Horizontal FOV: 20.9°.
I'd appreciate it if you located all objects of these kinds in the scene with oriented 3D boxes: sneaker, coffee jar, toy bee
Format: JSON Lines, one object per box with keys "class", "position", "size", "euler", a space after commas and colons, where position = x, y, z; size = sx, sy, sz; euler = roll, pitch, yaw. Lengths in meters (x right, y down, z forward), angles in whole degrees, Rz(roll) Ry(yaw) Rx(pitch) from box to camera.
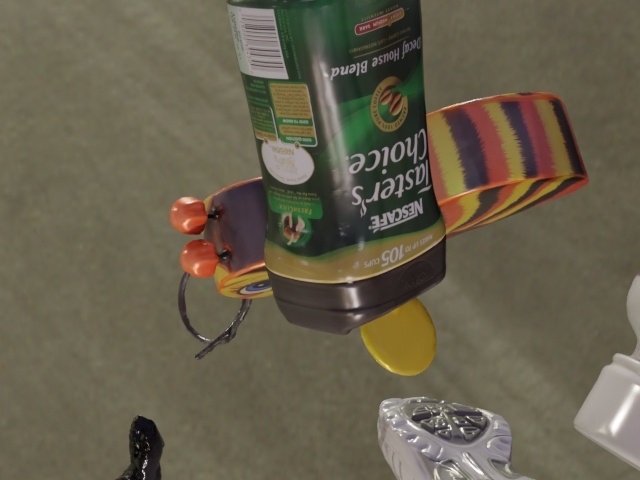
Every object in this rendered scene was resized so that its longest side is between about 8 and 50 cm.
{"class": "sneaker", "position": [0.084, 0.179, 1.095], "size": [0.090, 0.115, 0.232], "euler": [5, 19, -17]}
{"class": "coffee jar", "position": [0.012, -0.049, 0.886], "size": [0.079, 0.184, 0.096], "euler": [11, 28, 41]}
{"class": "toy bee", "position": [0.000, 0.000, 1.009], "size": [0.195, 0.298, 0.162], "euler": [54, 23, 23]}

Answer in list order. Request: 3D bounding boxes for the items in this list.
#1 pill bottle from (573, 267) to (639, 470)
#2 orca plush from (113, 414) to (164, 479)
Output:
{"class": "pill bottle", "position": [0.368, 0.021, 1.283], "size": [0.224, 0.224, 0.392], "euler": [32, 88, 17]}
{"class": "orca plush", "position": [-0.160, 0.235, 1.044], "size": [0.102, 0.151, 0.287], "euler": [29, 64, -25]}
